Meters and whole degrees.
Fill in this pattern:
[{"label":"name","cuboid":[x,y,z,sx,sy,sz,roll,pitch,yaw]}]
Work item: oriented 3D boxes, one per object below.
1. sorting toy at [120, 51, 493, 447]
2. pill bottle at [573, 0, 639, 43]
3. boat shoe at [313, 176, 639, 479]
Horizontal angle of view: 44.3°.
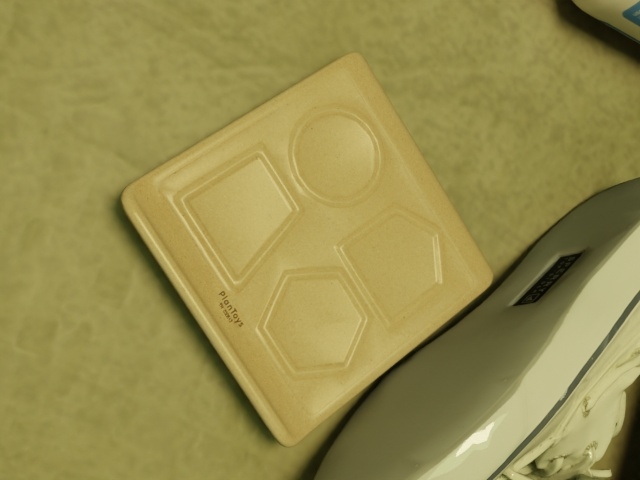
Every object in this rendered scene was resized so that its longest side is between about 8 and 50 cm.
[{"label":"sorting toy","cuboid":[0.000,0.000,0.525,0.208,0.038,0.193,-36,98,-26]},{"label":"pill bottle","cuboid":[0.271,-0.213,0.604,0.221,0.124,0.124,22,77,-19]},{"label":"boat shoe","cuboid":[0.159,0.111,0.533,0.367,0.136,0.156,-39,102,-30]}]
